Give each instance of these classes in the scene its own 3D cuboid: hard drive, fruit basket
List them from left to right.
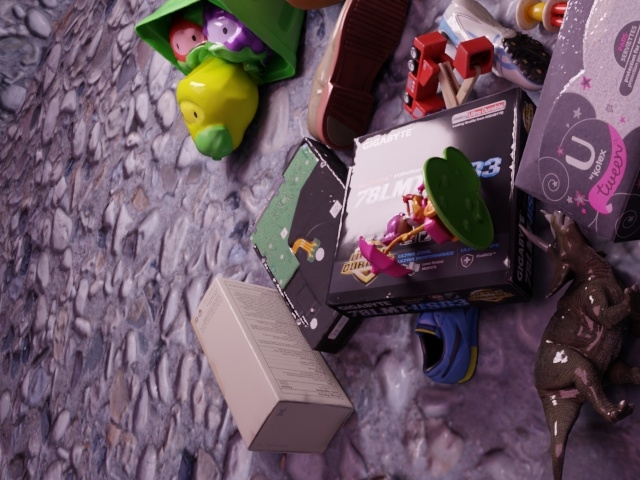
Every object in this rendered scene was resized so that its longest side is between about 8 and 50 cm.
[{"bbox_3d":[-0.230,-0.379,1.601,0.392,0.283,0.392,-31,39,29],"label":"fruit basket"},{"bbox_3d":[0.000,0.000,1.311,0.237,0.064,0.339,-57,41,20],"label":"hard drive"}]

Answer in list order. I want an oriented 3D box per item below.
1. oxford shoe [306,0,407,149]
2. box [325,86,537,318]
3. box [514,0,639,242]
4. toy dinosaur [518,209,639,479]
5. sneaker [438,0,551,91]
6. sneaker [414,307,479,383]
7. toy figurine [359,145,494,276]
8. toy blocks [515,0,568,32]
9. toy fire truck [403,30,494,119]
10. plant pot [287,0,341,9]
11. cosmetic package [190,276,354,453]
[{"bbox_3d":[0.048,-0.341,1.333,0.130,0.123,0.349,29,99,57],"label":"oxford shoe"},{"bbox_3d":[0.158,-0.045,1.058,0.295,0.073,0.294,-11,60,39],"label":"box"},{"bbox_3d":[0.343,-0.143,0.816,0.163,0.142,0.247,43,131,50],"label":"box"},{"bbox_3d":[0.311,0.124,0.864,0.160,0.120,0.314,4,85,64],"label":"toy dinosaur"},{"bbox_3d":[0.253,-0.275,1.091,0.237,0.085,0.086,58,140,43],"label":"sneaker"},{"bbox_3d":[0.174,0.095,1.046,0.069,0.082,0.210,-18,62,49],"label":"sneaker"},{"bbox_3d":[0.120,-0.024,0.959,0.159,0.130,0.173,-35,25,34],"label":"toy figurine"},{"bbox_3d":[0.349,-0.340,1.008,0.148,0.054,0.123,28,100,52],"label":"toy blocks"},{"bbox_3d":[0.186,-0.239,1.116,0.135,0.047,0.192,56,156,34],"label":"toy fire truck"},{"bbox_3d":[-0.011,-0.572,1.378,0.291,0.290,0.204,-36,73,38],"label":"plant pot"},{"bbox_3d":[-0.091,0.207,1.272,0.113,0.160,0.309,-58,39,21],"label":"cosmetic package"}]
